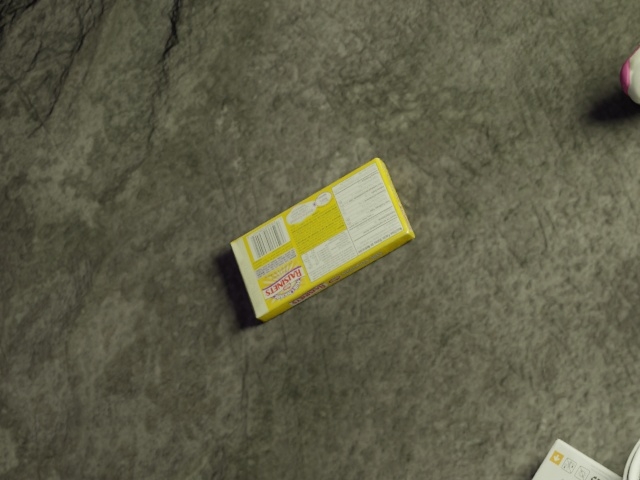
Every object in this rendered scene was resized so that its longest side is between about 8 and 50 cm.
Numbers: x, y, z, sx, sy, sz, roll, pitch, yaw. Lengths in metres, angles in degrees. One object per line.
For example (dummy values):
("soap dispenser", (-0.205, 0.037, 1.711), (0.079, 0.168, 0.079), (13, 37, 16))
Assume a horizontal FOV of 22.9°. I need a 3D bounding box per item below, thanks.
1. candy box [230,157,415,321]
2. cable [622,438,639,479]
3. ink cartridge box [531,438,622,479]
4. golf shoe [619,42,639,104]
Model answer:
("candy box", (0.000, 0.000, 1.795), (0.206, 0.027, 0.105), (-29, 63, 16))
("cable", (0.396, 0.228, 1.405), (0.257, 0.089, 0.257), (-6, 38, 26))
("ink cartridge box", (0.260, 0.330, 1.526), (0.206, 0.045, 0.208), (31, 86, 33))
("golf shoe", (0.451, -0.183, 1.574), (0.306, 0.115, 0.140), (-21, 67, 22))
